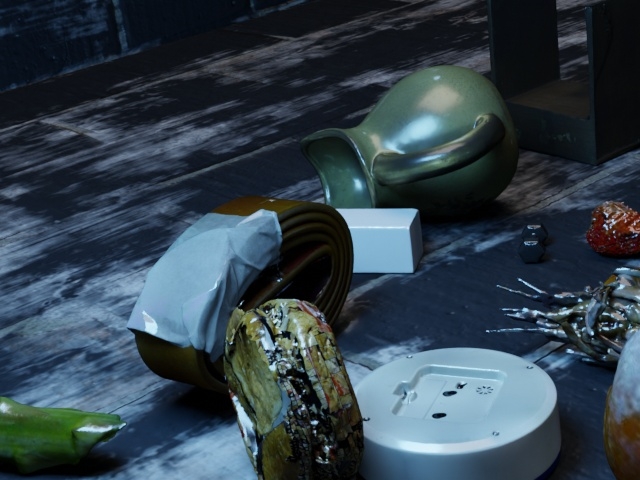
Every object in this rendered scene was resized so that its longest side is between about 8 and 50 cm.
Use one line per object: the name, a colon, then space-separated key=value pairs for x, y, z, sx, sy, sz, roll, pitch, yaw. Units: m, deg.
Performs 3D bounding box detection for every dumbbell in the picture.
dumbbell: x=0.312 y=0.002 z=1.862 sx=0.036 sy=0.040 sz=0.083 roll=27 pitch=27 yaw=1

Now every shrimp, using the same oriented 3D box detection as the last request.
shrimp: x=0.361 y=0.100 z=1.499 sx=0.343 sy=0.116 sz=0.145 roll=7 pitch=18 yaw=24

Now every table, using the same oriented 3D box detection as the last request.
table: x=0.454 y=-0.313 z=2.266 sx=0.196 sy=0.282 sz=0.250 roll=-23 pitch=26 yaw=-32

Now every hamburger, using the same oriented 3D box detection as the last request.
hamburger: x=-0.029 y=0.162 z=1.332 sx=0.107 sy=0.231 sz=0.231 roll=-12 pitch=22 yaw=-15

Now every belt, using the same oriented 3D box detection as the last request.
belt: x=-0.089 y=0.065 z=1.594 sx=0.122 sy=0.217 sz=0.338 roll=8 pitch=28 yaw=34

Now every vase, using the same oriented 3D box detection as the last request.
vase: x=0.155 y=-0.134 z=1.960 sx=0.302 sy=0.241 sz=0.329 roll=-20 pitch=8 yaw=-13

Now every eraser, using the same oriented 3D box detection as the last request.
eraser: x=0.000 y=0.001 z=1.913 sx=0.298 sy=0.078 sz=0.076 roll=0 pitch=23 yaw=17

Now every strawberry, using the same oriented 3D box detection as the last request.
strawberry: x=0.428 y=-0.015 z=1.817 sx=0.083 sy=0.083 sz=0.096 roll=-19 pitch=33 yaw=-28

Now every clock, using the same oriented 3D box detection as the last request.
clock: x=0.143 y=0.198 z=1.380 sx=0.230 sy=0.083 sz=0.230 roll=-8 pitch=20 yaw=3

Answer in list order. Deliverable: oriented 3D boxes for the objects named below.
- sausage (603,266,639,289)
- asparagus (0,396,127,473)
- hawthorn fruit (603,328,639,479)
sausage: x=0.499 y=0.075 z=1.568 sx=0.302 sy=0.076 sz=0.103 roll=5 pitch=25 yaw=28
asparagus: x=-0.372 y=0.223 z=1.480 sx=0.343 sy=0.085 sz=0.082 roll=1 pitch=27 yaw=17
hawthorn fruit: x=0.389 y=0.172 z=1.212 sx=0.231 sy=0.263 sz=0.235 roll=-40 pitch=4 yaw=18
